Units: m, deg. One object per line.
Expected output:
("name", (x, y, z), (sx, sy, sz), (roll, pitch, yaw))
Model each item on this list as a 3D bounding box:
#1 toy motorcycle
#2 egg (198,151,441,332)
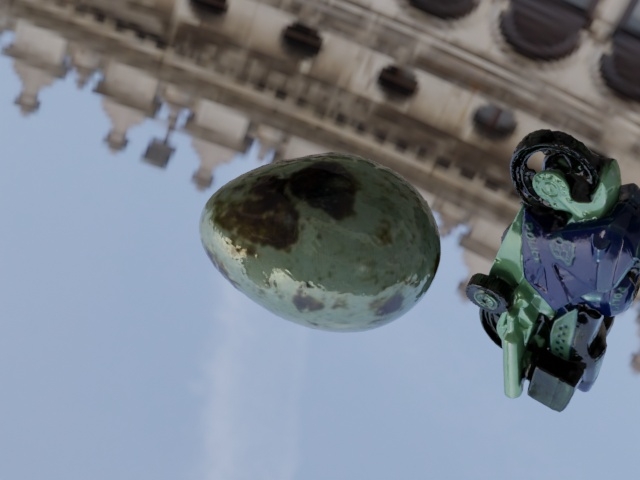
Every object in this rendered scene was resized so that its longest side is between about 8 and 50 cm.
("toy motorcycle", (0.260, 0.033, 1.604), (0.196, 0.331, 0.125), (26, -130, 17))
("egg", (0.000, 0.000, 1.500), (0.231, 0.169, 0.169), (8, -136, -7))
